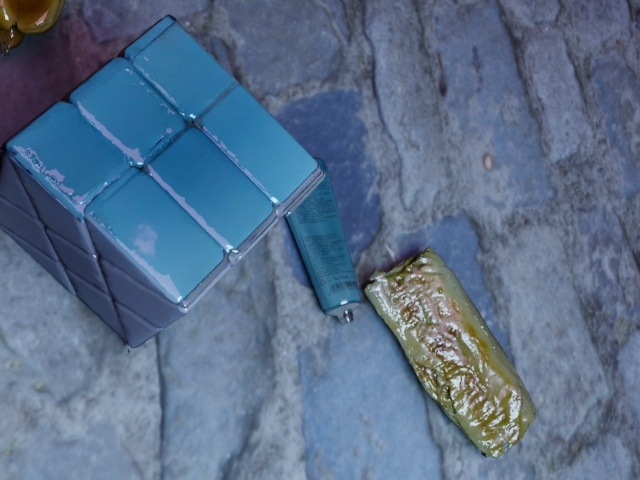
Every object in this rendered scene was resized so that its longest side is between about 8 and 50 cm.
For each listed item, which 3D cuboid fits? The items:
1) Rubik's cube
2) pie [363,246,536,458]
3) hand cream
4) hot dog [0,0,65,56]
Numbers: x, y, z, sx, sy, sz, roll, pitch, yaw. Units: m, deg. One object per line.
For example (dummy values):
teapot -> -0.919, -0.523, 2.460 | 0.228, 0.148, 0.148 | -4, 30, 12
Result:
Rubik's cube -> -0.178, -0.049, 0.839 | 0.231, 0.221, 0.224 | 45, 61, -8
pie -> 0.168, 0.140, 1.036 | 0.129, 0.068, 0.282 | -34, 91, -18
hand cream -> 0.000, 0.000, 1.018 | 0.083, 0.048, 0.224 | -8, 73, -28
hot dog -> -0.335, -0.338, 0.936 | 0.109, 0.072, 0.269 | 15, 68, -19
